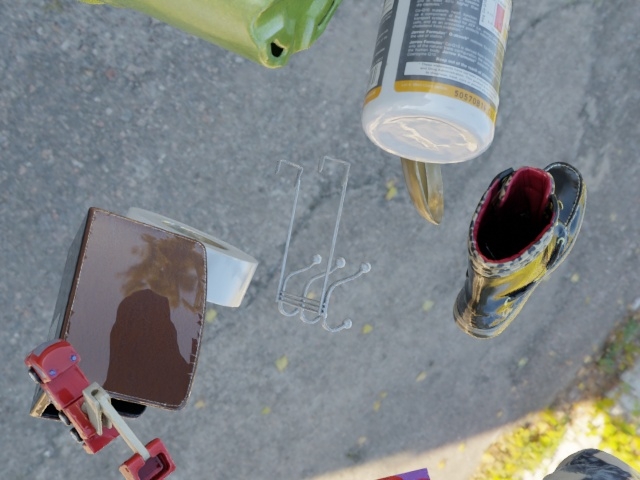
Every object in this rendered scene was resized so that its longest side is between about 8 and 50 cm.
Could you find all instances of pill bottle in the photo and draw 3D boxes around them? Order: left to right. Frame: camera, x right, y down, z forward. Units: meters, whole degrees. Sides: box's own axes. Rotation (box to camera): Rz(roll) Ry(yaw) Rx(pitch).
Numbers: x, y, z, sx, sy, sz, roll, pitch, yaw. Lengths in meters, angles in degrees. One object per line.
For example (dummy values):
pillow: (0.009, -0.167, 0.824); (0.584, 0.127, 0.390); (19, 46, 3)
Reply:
pill bottle: (0.150, -0.249, 0.960); (0.162, 0.162, 0.278); (31, 66, -51)

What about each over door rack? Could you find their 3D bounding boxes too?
over door rack: (0.000, 0.000, 1.528); (0.108, 0.239, 0.324); (-1, 93, -25)

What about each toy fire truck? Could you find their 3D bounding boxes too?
toy fire truck: (-0.252, 0.193, 0.879); (0.047, 0.135, 0.192); (-37, 99, -34)

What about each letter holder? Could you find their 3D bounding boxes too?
letter holder: (-0.308, 0.133, 1.244); (0.214, 0.302, 0.152); (17, 144, -22)

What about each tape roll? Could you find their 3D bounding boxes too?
tape roll: (-0.273, 0.032, 1.584); (0.286, 0.286, 0.100); (21, 93, -49)

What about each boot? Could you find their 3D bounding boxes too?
boot: (0.352, -0.033, 1.322); (0.377, 0.138, 0.284); (-50, 157, -16)

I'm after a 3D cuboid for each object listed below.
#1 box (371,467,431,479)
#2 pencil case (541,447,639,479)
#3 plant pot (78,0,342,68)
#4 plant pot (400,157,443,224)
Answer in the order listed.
box: (0.028, 0.424, 1.029); (0.293, 0.201, 0.057); (-13, 122, 0)
pencil case: (0.268, 0.378, 0.883); (0.410, 0.160, 0.183); (-11, 109, -53)
plant pot: (-0.107, -0.319, 0.814); (0.276, 0.254, 0.276); (-53, 167, -18)
plant pot: (0.169, -0.141, 1.329); (0.032, 0.236, 0.236); (-9, 143, 19)
